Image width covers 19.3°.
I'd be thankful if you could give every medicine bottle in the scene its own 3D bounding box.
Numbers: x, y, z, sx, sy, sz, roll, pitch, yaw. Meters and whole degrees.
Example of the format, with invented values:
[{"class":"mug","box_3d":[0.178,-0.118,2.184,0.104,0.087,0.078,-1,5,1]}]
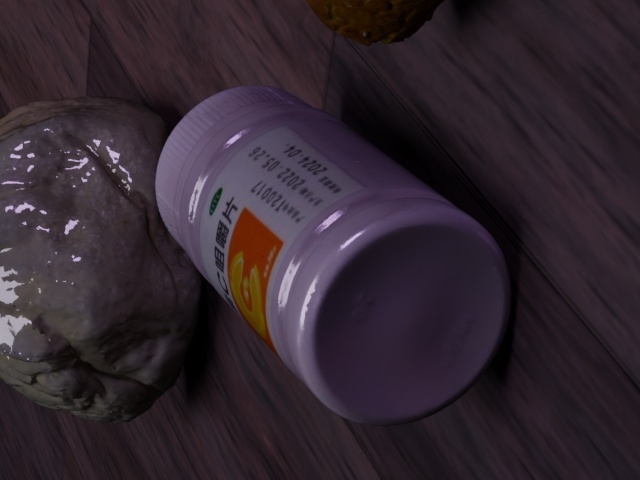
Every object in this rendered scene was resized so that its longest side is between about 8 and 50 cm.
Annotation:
[{"class":"medicine bottle","box_3d":[0.000,0.000,1.110,0.250,0.133,0.133,-136,44,-57]}]

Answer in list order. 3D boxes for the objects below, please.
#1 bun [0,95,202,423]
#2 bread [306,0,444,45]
[{"class":"bun","box_3d":[-0.219,0.010,1.543,0.281,0.205,0.281,174,90,-66]},{"class":"bread","box_3d":[0.045,-0.190,0.979,0.172,0.103,0.132,142,118,-66]}]
